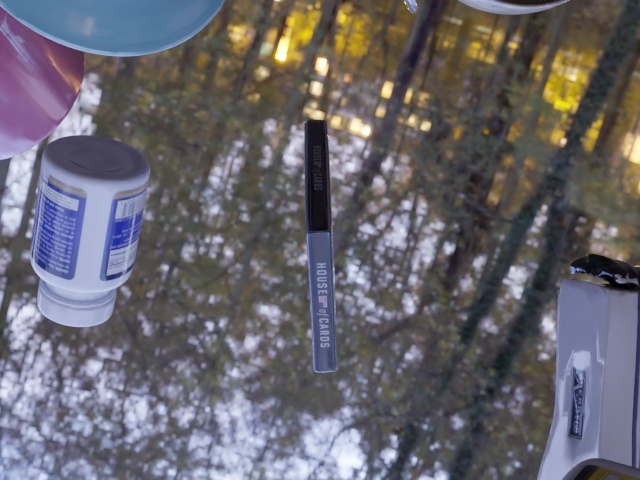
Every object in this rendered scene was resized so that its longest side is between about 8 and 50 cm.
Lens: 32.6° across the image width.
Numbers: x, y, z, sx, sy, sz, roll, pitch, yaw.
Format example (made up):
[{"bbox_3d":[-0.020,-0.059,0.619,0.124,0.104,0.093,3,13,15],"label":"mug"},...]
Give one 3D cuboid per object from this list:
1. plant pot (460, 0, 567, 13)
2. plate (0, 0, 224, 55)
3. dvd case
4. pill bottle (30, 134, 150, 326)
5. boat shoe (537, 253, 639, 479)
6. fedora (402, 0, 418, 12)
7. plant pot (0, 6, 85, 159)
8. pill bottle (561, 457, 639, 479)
[{"bbox_3d":[0.248,-0.433,1.507,0.284,0.284,0.191,15,173,-8],"label":"plant pot"},{"bbox_3d":[-0.132,-0.204,0.667,0.188,0.188,0.024,11,161,-25],"label":"plate"},{"bbox_3d":[0.000,0.000,1.199,0.029,0.179,0.239,-2,-146,1],"label":"dvd case"},{"bbox_3d":[-0.250,-0.007,1.166,0.112,0.187,0.112,12,-153,-6],"label":"pill bottle"},{"bbox_3d":[0.295,0.188,0.990,0.158,0.340,0.127,5,-176,-18],"label":"boat shoe"},{"bbox_3d":[0.057,-0.361,1.033,0.275,0.124,0.244,42,-163,-45],"label":"fedora"},{"bbox_3d":[-0.262,-0.152,0.749,0.201,0.201,0.180,23,166,28],"label":"plant pot"},{"bbox_3d":[0.232,0.201,0.657,0.184,0.103,0.103,9,-175,41],"label":"pill bottle"}]
